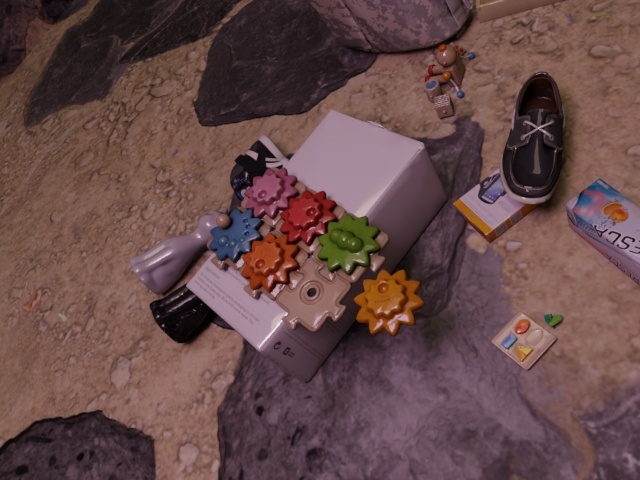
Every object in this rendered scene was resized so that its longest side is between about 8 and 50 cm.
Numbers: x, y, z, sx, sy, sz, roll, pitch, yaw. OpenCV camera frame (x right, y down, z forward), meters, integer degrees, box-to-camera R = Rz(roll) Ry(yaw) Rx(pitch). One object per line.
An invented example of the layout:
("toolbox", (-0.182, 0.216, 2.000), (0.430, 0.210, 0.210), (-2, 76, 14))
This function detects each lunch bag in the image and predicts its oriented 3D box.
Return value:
("lunch bag", (0.117, -0.497, 1.036), (0.256, 0.305, 0.212), (26, 78, 43))

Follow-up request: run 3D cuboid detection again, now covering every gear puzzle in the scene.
("gear puzzle", (-0.015, 0.021, 0.740), (0.339, 0.044, 0.175), (34, 80, 34))

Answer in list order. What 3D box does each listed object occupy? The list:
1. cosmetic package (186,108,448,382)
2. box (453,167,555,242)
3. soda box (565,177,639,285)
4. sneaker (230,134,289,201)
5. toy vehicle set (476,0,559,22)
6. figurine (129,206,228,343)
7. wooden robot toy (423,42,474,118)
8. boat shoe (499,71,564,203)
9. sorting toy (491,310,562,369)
("cosmetic package", (0.000, 0.000, 0.868), (0.197, 0.155, 0.365), (33, 79, 39))
("box", (0.275, -0.067, 0.838), (0.136, 0.028, 0.081), (-36, 49, 1))
("soda box", (0.390, 0.006, 0.698), (0.058, 0.063, 0.183), (-38, 49, 2))
("sneaker", (-0.097, -0.102, 1.050), (0.121, 0.079, 0.217), (-42, 40, 3))
("toy vehicle set", (0.384, -0.538, 1.078), (0.166, 0.035, 0.266), (-5, 58, 27))
("figurine", (-0.213, 0.044, 1.018), (0.209, 0.092, 0.215), (-36, 48, -5))
("wooden robot toy", (0.213, -0.303, 0.994), (0.076, 0.079, 0.173), (4, 62, 32))
("boat shoe", (0.304, -0.149, 0.814), (0.084, 0.079, 0.233), (7, 52, 21))
("sorting toy", (0.268, 0.117, 0.729), (0.083, 0.012, 0.062), (-46, 49, -4))
